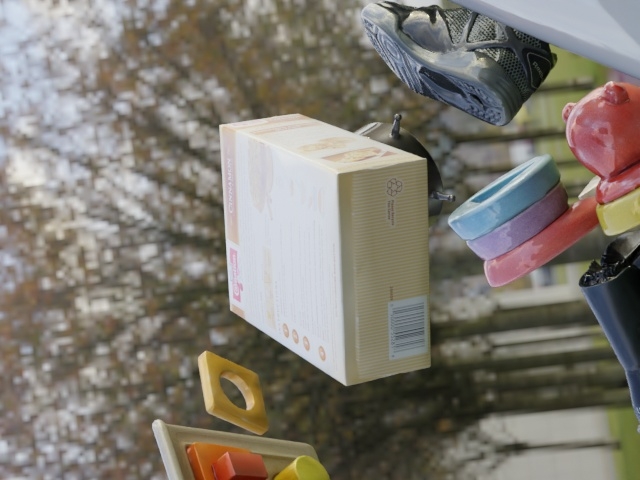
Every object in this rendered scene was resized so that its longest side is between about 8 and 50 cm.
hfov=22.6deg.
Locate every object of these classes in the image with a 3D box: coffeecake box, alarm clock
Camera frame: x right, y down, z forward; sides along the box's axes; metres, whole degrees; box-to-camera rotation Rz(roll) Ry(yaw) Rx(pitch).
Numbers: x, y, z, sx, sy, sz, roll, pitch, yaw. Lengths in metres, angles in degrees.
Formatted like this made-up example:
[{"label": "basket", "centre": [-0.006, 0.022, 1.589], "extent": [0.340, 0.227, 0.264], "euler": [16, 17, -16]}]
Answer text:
[{"label": "coffeecake box", "centre": [0.000, 0.000, 1.091], "extent": [0.185, 0.068, 0.142], "euler": [27, 123, 60]}, {"label": "alarm clock", "centre": [0.052, -0.048, 1.707], "extent": [0.064, 0.192, 0.129], "euler": [-34, -91, -39]}]

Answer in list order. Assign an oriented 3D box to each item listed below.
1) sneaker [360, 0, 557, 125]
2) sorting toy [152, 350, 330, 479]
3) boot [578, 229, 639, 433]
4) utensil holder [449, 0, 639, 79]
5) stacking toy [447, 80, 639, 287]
[{"label": "sneaker", "centre": [0.143, -0.199, 1.555], "extent": [0.227, 0.130, 0.087], "euler": [30, 156, 47]}, {"label": "sorting toy", "centre": [-0.031, 0.219, 1.238], "extent": [0.196, 0.047, 0.347], "euler": [19, -142, -46]}, {"label": "boot", "centre": [0.385, 0.077, 1.664], "extent": [0.246, 0.094, 0.207], "euler": [-26, -81, -37]}, {"label": "utensil holder", "centre": [0.186, -0.321, 1.267], "extent": [0.327, 0.385, 0.327], "euler": [-157, 90, -80]}, {"label": "stacking toy", "centre": [0.286, -0.093, 1.677], "extent": [0.279, 0.309, 0.130], "euler": [-37, -85, -42]}]
